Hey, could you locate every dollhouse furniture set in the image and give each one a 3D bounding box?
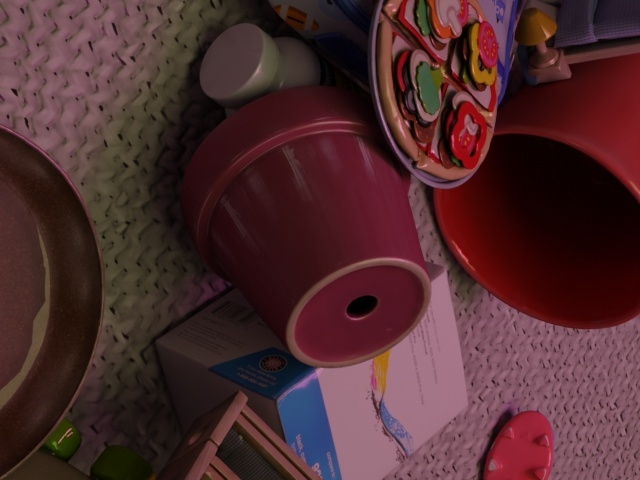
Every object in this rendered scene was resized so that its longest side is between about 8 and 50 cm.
[{"bbox_3d":[-0.104,0.245,1.011,0.129,0.184,0.129,46,37,-10],"label":"dollhouse furniture set"},{"bbox_3d":[0.343,-0.328,1.243,0.198,0.286,0.303,62,36,-36],"label":"dollhouse furniture set"}]

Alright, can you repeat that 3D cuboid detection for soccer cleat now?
[{"bbox_3d":[0.247,0.335,1.543,0.095,0.083,0.248,3,96,-75],"label":"soccer cleat"}]

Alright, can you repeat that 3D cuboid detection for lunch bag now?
[{"bbox_3d":[0.083,-0.248,1.127,0.303,0.115,0.243,29,66,-45],"label":"lunch bag"}]

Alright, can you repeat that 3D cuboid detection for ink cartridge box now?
[{"bbox_3d":[-0.001,0.128,1.151,0.233,0.171,0.168,-33,125,-34],"label":"ink cartridge box"}]

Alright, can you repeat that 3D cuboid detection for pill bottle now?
[{"bbox_3d":[-0.022,-0.122,1.104,0.184,0.103,0.103,31,80,-46],"label":"pill bottle"}]

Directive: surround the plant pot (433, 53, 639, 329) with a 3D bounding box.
[{"bbox_3d":[0.298,-0.080,1.341,0.243,0.275,0.275,-49,132,-35],"label":"plant pot"}]

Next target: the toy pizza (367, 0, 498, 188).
[{"bbox_3d":[0.109,-0.145,1.042,0.201,0.032,0.201,3,86,-52],"label":"toy pizza"}]

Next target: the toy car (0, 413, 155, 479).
[{"bbox_3d":[-0.228,0.266,1.024,0.155,0.149,0.188,-54,159,-36],"label":"toy car"}]

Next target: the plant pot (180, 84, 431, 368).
[{"bbox_3d":[0.000,0.000,1.025,0.201,0.180,0.201,-15,138,-14],"label":"plant pot"}]

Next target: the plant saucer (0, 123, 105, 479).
[{"bbox_3d":[-0.307,0.054,0.906,0.311,0.050,0.310,-13,110,-41],"label":"plant saucer"}]
